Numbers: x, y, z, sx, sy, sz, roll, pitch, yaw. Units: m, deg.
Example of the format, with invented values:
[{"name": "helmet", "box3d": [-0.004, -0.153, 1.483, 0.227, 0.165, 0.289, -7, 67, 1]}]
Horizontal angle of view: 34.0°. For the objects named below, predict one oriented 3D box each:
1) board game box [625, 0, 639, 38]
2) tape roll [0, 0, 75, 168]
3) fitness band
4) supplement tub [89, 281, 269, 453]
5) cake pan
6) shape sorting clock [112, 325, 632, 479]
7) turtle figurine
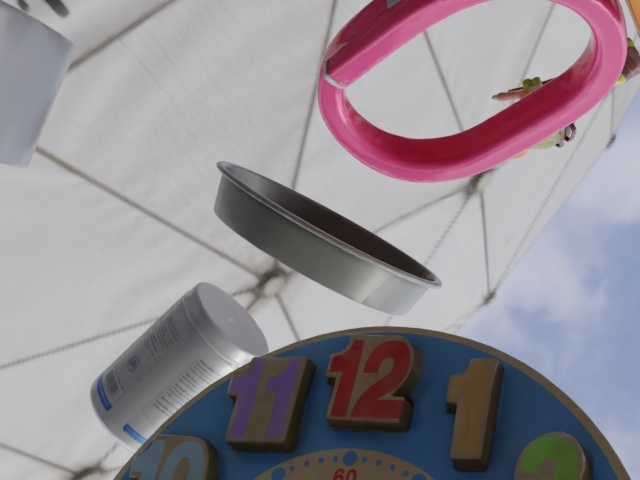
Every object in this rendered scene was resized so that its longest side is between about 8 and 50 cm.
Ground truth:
[{"name": "board game box", "box3d": [0.359, -0.225, 0.601, 0.356, 0.356, 0.356, -17, -135, 23]}, {"name": "tape roll", "box3d": [-0.237, -0.109, 0.518, 0.219, 0.219, 0.072, 22, -90, 25]}, {"name": "fitness band", "box3d": [0.128, -0.148, 0.930, 0.291, 0.209, 0.054, -30, -138, 38]}, {"name": "supplement tub", "box3d": [-0.095, 0.087, 0.697, 0.107, 0.071, 0.071, -42, -119, 12]}, {"name": "cake pan", "box3d": [0.000, 0.000, 1.203, 0.293, 0.293, 0.054, 33, -82, 27]}, {"name": "shape sorting clock", "box3d": [-0.001, 0.114, 0.318, 0.206, 0.040, 0.206, -17, -136, 17]}, {"name": "turtle figurine", "box3d": [0.282, -0.160, 1.254, 0.217, 0.269, 0.087, -36, -101, -9]}]
